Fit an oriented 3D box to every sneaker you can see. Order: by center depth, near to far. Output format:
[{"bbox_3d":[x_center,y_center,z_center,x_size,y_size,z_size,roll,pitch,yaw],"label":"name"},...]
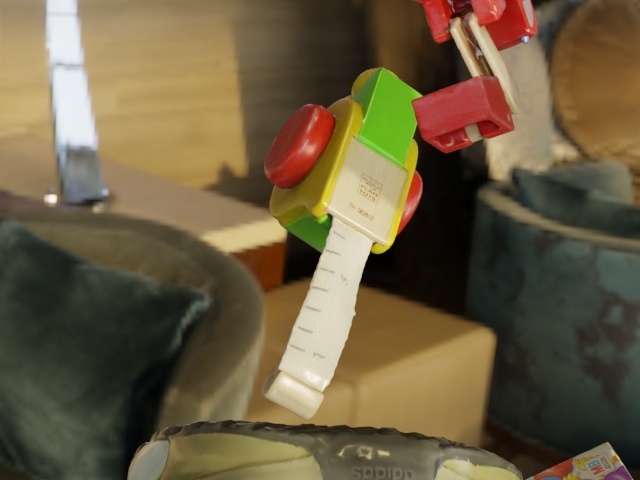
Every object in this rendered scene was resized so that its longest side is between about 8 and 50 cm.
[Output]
[{"bbox_3d":[-0.016,0.217,0.565,0.158,0.410,0.182,6,50,-10],"label":"sneaker"}]

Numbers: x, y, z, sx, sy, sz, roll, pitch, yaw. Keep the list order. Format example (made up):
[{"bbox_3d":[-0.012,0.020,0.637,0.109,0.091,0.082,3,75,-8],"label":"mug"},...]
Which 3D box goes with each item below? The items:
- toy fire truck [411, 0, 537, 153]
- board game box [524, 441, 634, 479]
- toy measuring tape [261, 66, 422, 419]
[{"bbox_3d":[0.101,-0.125,0.918,0.047,0.135,0.192,-19,-6,24],"label":"toy fire truck"},{"bbox_3d":[0.228,0.323,1.189,0.142,0.275,0.144,-25,43,-2],"label":"board game box"},{"bbox_3d":[0.000,0.000,1.043,0.121,0.121,0.330,9,52,13],"label":"toy measuring tape"}]
